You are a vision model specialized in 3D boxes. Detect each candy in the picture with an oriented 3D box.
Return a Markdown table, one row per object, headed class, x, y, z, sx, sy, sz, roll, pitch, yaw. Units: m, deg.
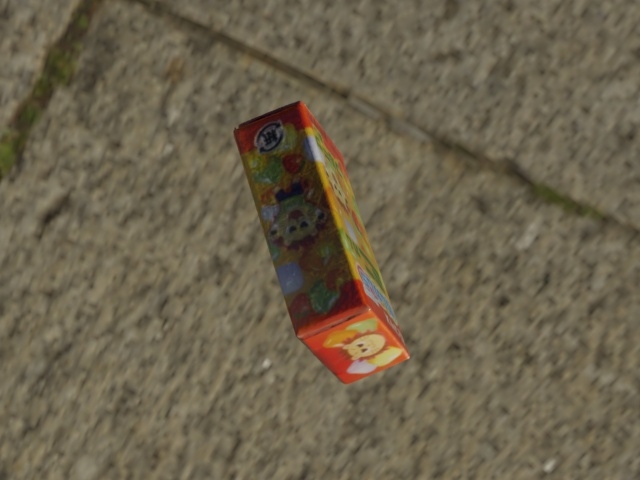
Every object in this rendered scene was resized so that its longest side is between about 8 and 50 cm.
| class | x | y | z | sx | sy | sz | roll | pitch | yaw |
| --- | --- | --- | --- | --- | --- | --- | --- | --- | --- |
| candy | 0.000 | 0.000 | 0.855 | 0.038 | 0.062 | 0.122 | -24 | 58 | 10 |
